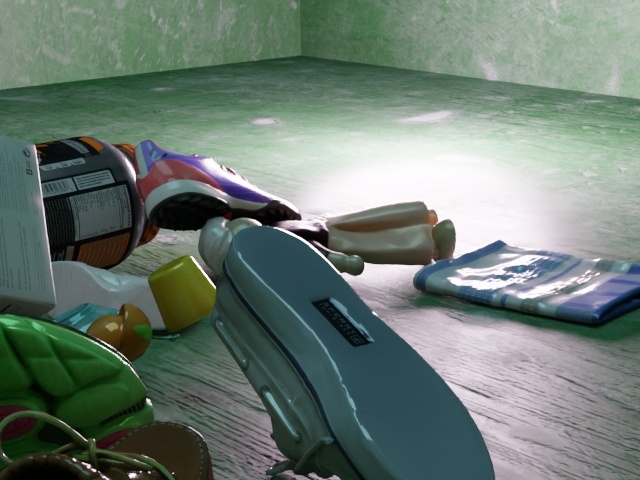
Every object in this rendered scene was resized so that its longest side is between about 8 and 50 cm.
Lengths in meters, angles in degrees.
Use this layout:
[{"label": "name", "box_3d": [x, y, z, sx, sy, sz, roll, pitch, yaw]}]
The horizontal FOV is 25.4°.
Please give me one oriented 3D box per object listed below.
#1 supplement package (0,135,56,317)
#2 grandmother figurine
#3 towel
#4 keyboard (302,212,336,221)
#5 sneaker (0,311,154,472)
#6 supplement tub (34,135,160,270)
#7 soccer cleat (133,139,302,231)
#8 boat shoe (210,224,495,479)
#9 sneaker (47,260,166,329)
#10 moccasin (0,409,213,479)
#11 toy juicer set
[{"label": "supplement package", "box_3d": [-0.450, 0.000, 1.487, 0.198, 0.199, 0.263, -31, -29, 36]}, {"label": "grandmother figurine", "box_3d": [0.000, 0.000, 1.956, 0.342, 0.104, 0.208, -3, 5, -16]}, {"label": "towel", "box_3d": [0.287, 0.050, 1.856, 0.285, 0.034, 0.209, 11, 19, 40]}, {"label": "keyboard", "box_3d": [0.069, -0.012, 2.161, 0.072, 0.014, 0.256, -14, 19, -41]}, {"label": "sneaker", "box_3d": [-0.386, 0.126, 1.314, 0.483, 0.185, 0.202, 2, 18, 8]}, {"label": "supplement tub", "box_3d": [-0.377, -0.035, 1.929, 0.193, 0.193, 0.316, 11, 18, 40]}, {"label": "soccer cleat", "box_3d": [-0.140, -0.066, 2.011, 0.108, 0.116, 0.318, -37, -27, 25]}, {"label": "boat shoe", "box_3d": [0.005, 0.157, 1.271, 0.136, 0.156, 0.367, -8, 44, -42]}, {"label": "sneaker", "box_3d": [-0.251, 0.072, 1.767, 0.212, 0.080, 0.094, 10, 5, 17]}, {"label": "moccasin", "box_3d": [-0.186, 0.208, 1.033, 0.139, 0.147, 0.380, 5, 16, 25]}, {"label": "toy juicer set", "box_3d": [-0.267, 0.134, 1.488, 0.329, 0.089, 0.209, -22, 12, 30]}]
